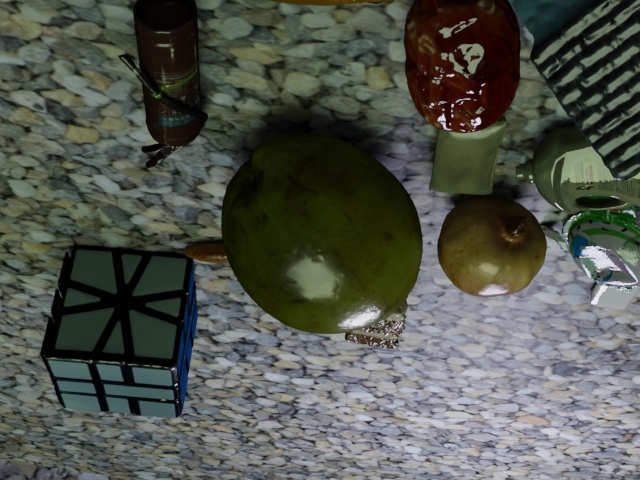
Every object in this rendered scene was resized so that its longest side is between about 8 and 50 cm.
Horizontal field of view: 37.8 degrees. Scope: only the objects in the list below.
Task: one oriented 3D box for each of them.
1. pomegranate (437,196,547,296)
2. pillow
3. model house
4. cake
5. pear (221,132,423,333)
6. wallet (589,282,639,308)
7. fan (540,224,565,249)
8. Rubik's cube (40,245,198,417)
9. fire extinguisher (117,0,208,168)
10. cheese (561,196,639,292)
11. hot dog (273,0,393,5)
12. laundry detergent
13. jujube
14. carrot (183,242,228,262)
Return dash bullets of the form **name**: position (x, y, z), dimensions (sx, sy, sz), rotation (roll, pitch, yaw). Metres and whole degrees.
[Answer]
- **pomegranate**: position (0.323, 0.010, 1.781), dimensions (0.207, 0.207, 0.207), rotation (3, 147, 2)
- **pillow**: position (0.259, -0.149, 1.661), dimensions (0.119, 0.053, 0.208), rotation (1, 143, 1)
- **model house**: position (0.458, -0.268, 1.114), dimensions (0.360, 0.339, 0.297), rotation (-34, 153, 31)
- **cake**: position (0.127, 0.145, 2.055), dimensions (0.134, 0.135, 0.147), rotation (10, 141, -8)
- **pear**: position (0.000, 0.000, 1.682), dimensions (0.351, 0.352, 0.413), rotation (-22, 129, 34)
- **wallet**: position (0.643, 0.091, 2.003), dimensions (0.095, 0.033, 0.190), rotation (8, 146, -3)
- **fan**: position (0.470, -0.004, 1.872), dimensions (0.056, 0.004, 0.083), rotation (25, 164, 49)
- **Rubik's cube**: position (-0.431, 0.206, 2.071), dimensions (0.293, 0.289, 0.283), rotation (6, 148, 1)
- **fire extinguisher**: position (-0.252, -0.242, 1.515), dimensions (0.141, 0.105, 0.341), rotation (-22, 151, -19)
- **cheese**: position (0.552, -0.012, 1.787), dimensions (0.203, 0.083, 0.320), rotation (18, 146, 35)
- **hot dog**: position (-0.033, -0.376, 1.331), dimensions (0.288, 0.068, 0.083), rotation (6, -178, -1)
- **laundry detergent**: position (0.467, -0.126, 1.617), dimensions (0.253, 0.091, 0.181), rotation (-5, 128, 16)
- **jujube**: position (0.210, -0.268, 1.383), dimensions (0.174, 0.174, 0.250), rotation (0, 143, 6)
- **carrot**: position (-0.225, 0.028, 1.989), dimensions (0.139, 0.048, 0.048), rotation (0, 147, 10)
